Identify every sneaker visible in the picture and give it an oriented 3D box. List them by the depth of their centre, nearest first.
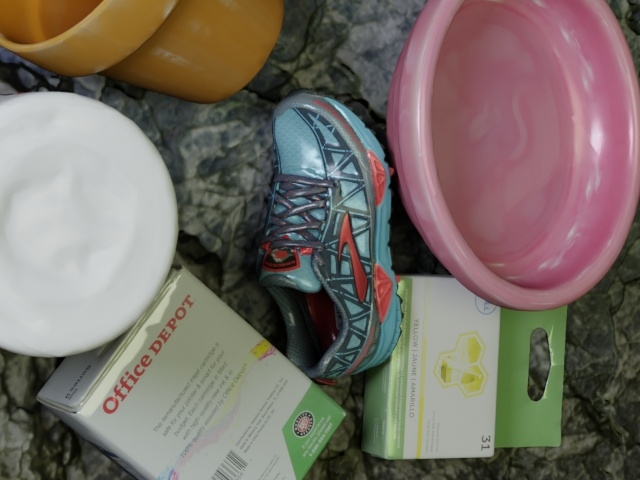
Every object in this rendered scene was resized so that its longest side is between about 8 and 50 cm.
[{"bbox_3d":[0.000,0.000,1.487,0.125,0.104,0.262,-25,106,-50],"label":"sneaker"}]

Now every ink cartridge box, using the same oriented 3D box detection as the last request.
[{"bbox_3d":[-0.108,0.140,1.459,0.212,0.093,0.154,44,71,-27],"label":"ink cartridge box"},{"bbox_3d":[0.153,0.120,1.633,0.235,0.056,0.171,3,90,-28],"label":"ink cartridge box"}]

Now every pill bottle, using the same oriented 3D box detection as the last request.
[{"bbox_3d":[-0.244,-0.017,1.240,0.176,0.318,0.176,-2,94,-30],"label":"pill bottle"}]

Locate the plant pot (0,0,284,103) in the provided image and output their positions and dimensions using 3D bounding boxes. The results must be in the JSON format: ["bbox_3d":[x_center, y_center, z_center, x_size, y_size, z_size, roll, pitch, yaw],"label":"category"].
[{"bbox_3d":[-0.137,-0.205,1.379,0.188,0.205,0.205,30,77,-44],"label":"plant pot"}]

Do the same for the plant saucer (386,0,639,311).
[{"bbox_3d":[0.173,-0.100,1.582,0.332,0.084,0.332,3,86,-45],"label":"plant saucer"}]
